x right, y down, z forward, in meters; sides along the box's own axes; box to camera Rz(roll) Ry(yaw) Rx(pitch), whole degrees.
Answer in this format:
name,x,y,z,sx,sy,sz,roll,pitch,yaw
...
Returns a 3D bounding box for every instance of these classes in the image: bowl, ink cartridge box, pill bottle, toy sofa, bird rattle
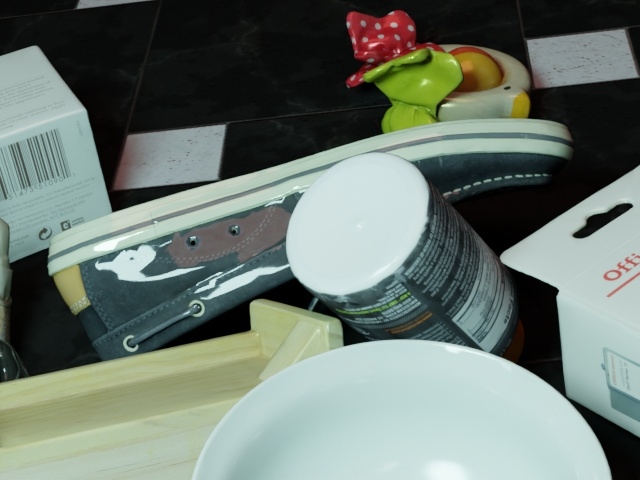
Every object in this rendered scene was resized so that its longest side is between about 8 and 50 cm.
name,x,y,z,sx,sy,sz,roll,pitch,yaw
bowl,0.059,0.219,1.080,0.298,0.134,0.297,-3,41,3
ink cartridge box,0.335,0.075,1.187,0.207,0.119,0.353,-30,38,-27
pill bottle,0.085,0.040,1.241,0.130,0.246,0.130,-16,54,24
toy sofa,-0.157,0.166,1.171,0.363,0.177,0.150,-10,9,-27
bird rattle,0.134,-0.174,1.687,0.207,0.143,0.253,2,22,-3

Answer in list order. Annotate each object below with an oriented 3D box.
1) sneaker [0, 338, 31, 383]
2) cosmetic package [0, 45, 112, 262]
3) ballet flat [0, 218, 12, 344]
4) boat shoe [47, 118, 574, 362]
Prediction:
name,x,y,z,sx,sy,sz,roll,pitch,yaw
sneaker,-0.345,0.173,1.244,0.098,0.135,0.276,19,40,35
cosmetic package,-0.336,-0.094,1.621,0.151,0.151,0.183,-21,37,-16
ballet flat,-0.370,-0.011,1.448,0.106,0.107,0.316,-40,73,1
boat shoe,0.000,0.000,1.386,0.500,0.156,0.187,-17,-4,-2
